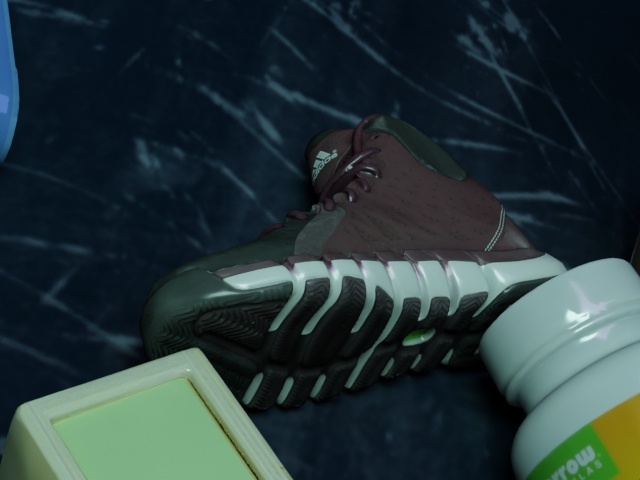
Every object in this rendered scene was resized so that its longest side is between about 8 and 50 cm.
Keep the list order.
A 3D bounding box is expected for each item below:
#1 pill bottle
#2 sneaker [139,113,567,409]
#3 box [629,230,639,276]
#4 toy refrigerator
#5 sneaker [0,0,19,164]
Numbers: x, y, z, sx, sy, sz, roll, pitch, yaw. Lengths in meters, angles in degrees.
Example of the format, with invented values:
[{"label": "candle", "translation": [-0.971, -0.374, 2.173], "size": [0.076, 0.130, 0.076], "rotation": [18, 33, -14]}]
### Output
[{"label": "pill bottle", "translation": [0.187, 0.136, 0.779], "size": [0.136, 0.136, 0.245], "rotation": [-11, 59, -33]}, {"label": "sneaker", "translation": [0.000, 0.000, 0.835], "size": [0.281, 0.106, 0.162], "rotation": [0, 48, -39]}, {"label": "box", "translation": [0.355, 0.071, 0.807], "size": [0.191, 0.143, 0.381], "rotation": [2, 25, -25]}, {"label": "toy refrigerator", "translation": [-0.035, 0.179, 0.639], "size": [0.102, 0.094, 0.269], "rotation": [-16, 55, -35]}, {"label": "sneaker", "translation": [-0.235, -0.144, 0.836], "size": [0.090, 0.081, 0.232], "rotation": [5, 53, -32]}]
